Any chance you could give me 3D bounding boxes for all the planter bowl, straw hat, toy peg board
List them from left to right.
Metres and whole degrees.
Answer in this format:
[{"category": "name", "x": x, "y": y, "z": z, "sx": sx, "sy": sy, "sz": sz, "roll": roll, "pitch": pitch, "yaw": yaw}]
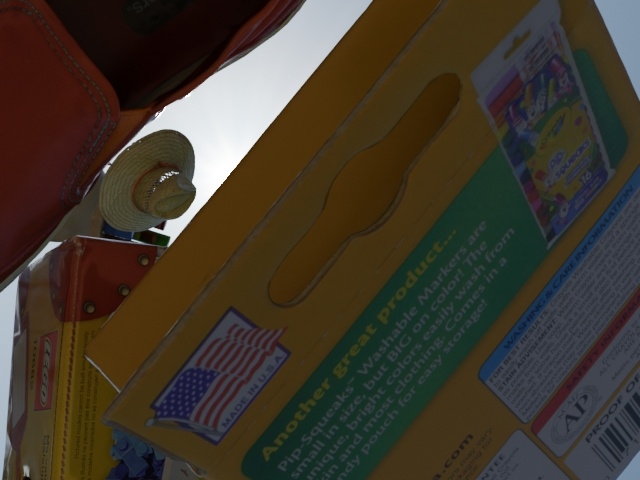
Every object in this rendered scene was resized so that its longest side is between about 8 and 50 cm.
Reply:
[{"category": "planter bowl", "x": -0.421, "y": -0.092, "z": 1.826, "sx": 0.109, "sy": 0.162, "sz": 0.162, "roll": 94, "pitch": -17, "yaw": -49}, {"category": "toy peg board", "x": -0.242, "y": -0.012, "z": 1.457, "sx": 0.161, "sy": 0.079, "sz": 0.161, "roll": -74, "pitch": -178, "yaw": -49}, {"category": "straw hat", "x": -0.183, "y": -0.055, "z": 1.313, "sx": 0.061, "sy": 0.144, "sz": 0.144, "roll": 32, "pitch": -74, "yaw": 33}]

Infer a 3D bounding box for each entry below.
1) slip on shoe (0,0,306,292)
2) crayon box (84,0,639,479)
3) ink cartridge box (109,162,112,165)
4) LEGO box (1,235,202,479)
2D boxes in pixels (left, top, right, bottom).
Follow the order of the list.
[{"category": "slip on shoe", "x": -0.127, "y": -0.069, "z": 0.498, "sx": 0.331, "sy": 0.123, "sz": 0.101, "roll": -40, "pitch": -174, "yaw": -10}, {"category": "crayon box", "x": 0.052, "y": 0.027, "z": 0.459, "sx": 0.203, "sy": 0.323, "sz": 0.083, "roll": -50, "pitch": -129, "yaw": -4}, {"category": "ink cartridge box", "x": -0.274, "y": -0.087, "z": 1.155, "sx": 0.115, "sy": 0.063, "sz": 0.029, "roll": 29, "pitch": -73, "yaw": 36}, {"category": "LEGO box", "x": -0.046, "y": 0.273, "z": 0.846, "sx": 0.193, "sy": 0.372, "sz": 0.500, "roll": 160, "pitch": -66, "yaw": -63}]
